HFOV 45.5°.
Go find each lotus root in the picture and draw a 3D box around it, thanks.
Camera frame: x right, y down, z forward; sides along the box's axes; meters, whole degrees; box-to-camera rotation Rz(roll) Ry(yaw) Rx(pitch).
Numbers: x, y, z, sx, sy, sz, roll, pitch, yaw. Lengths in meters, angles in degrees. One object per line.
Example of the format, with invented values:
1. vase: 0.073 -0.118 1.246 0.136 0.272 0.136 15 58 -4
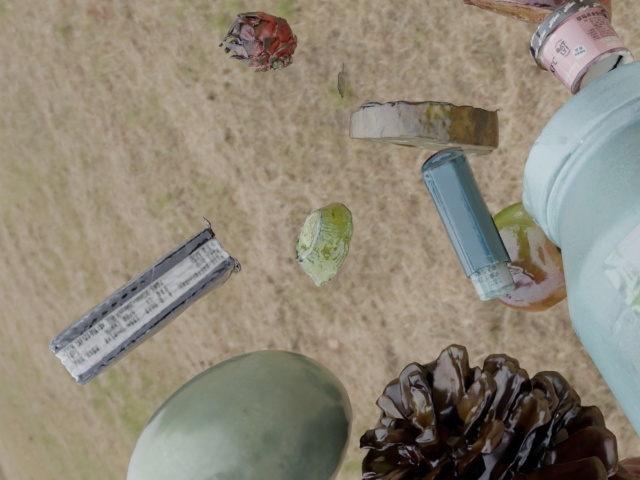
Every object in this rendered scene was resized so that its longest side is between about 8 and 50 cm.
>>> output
1. lotus root: 0.252 -0.274 1.864 0.374 0.390 0.111 8 96 18

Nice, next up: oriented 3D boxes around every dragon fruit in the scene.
1. dragon fruit: -0.117 -0.389 1.507 0.130 0.142 0.121 -50 35 16

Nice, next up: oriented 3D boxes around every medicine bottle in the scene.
1. medicine bottle: 0.301 0.019 0.577 0.290 0.244 0.245 -112 19 -44
2. medicine bottle: 0.240 -0.032 1.247 0.259 0.079 0.124 67 -167 4

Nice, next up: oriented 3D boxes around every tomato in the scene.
1. tomato: 0.499 -0.564 1.701 0.338 0.338 0.144 29 112 47

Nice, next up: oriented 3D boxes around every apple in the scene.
1. apple: 0.383 0.023 1.396 0.188 0.173 0.207 126 143 -66

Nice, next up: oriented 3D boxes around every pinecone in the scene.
1. pinecone: 0.210 0.329 1.015 0.397 0.397 0.398 39 143 38

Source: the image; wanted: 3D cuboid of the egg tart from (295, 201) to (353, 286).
1. egg tart: 0.000 0.000 1.717 0.197 0.078 0.197 -47 31 41

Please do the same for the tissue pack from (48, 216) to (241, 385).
1. tissue pack: -0.328 0.122 1.463 0.122 0.361 0.259 51 168 0

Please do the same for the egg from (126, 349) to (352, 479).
1. egg: -0.111 0.300 1.099 0.258 0.352 0.259 32 140 32

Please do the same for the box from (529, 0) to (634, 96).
1. box: 0.480 -0.338 1.389 0.135 0.151 0.151 63 154 27

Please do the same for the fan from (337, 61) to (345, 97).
1. fan: 0.048 -0.364 1.723 0.056 0.004 0.083 44 -131 -66

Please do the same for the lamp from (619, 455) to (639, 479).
1. lamp: 0.675 0.611 1.645 0.257 0.303 0.303 37 142 29
